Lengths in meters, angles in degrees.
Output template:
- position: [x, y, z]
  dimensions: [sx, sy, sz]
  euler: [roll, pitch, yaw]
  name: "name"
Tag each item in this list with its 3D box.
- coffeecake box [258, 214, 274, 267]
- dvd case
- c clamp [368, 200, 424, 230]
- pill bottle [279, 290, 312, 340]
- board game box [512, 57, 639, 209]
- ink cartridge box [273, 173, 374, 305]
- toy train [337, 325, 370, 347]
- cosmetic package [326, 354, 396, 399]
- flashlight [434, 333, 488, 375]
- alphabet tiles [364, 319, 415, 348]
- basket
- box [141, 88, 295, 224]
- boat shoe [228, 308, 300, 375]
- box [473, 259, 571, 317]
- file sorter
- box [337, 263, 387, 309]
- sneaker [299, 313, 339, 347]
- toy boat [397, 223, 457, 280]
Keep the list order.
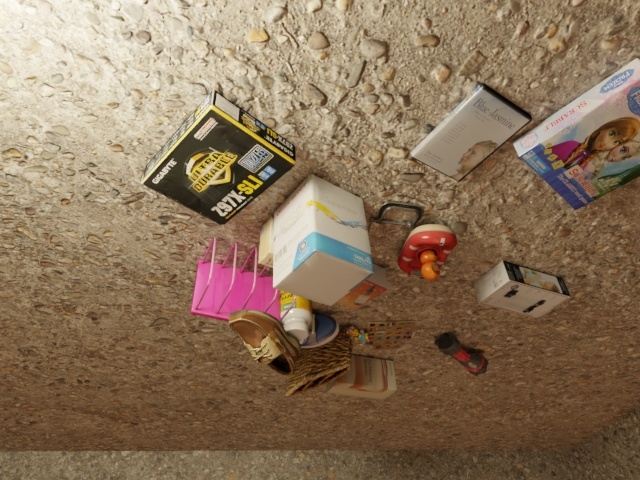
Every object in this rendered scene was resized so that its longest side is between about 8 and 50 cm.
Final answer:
- position: [-0.088, 0.025, 1.461]
  dimensions: [0.186, 0.142, 0.068]
  euler: [21, 136, -26]
  name: "coffeecake box"
- position: [0.380, -0.264, 1.229]
  dimensions: [0.180, 0.022, 0.253]
  euler: [21, 135, -26]
  name: "dvd case"
- position: [0.228, -0.068, 1.466]
  dimensions: [0.161, 0.022, 0.137]
  euler: [3, 135, -5]
  name: "c clamp"
- position: [-0.086, 0.234, 1.666]
  dimensions: [0.118, 0.208, 0.117]
  euler: [-1, 141, -1]
  name: "pill bottle"
- position: [0.722, -0.248, 1.233]
  dimensions: [0.319, 0.065, 0.318]
  euler: [28, 132, -32]
  name: "board game box"
- position: [0.000, 0.000, 1.336]
  dimensions: [0.197, 0.270, 0.198]
  euler: [22, 135, -29]
  name: "ink cartridge box"
- position: [0.124, 0.393, 2.006]
  dimensions: [0.166, 0.046, 0.125]
  euler: [21, 139, -25]
  name: "toy train"
- position: [0.183, 0.621, 2.203]
  dimensions: [0.296, 0.153, 0.129]
  euler: [12, 140, -19]
  name: "cosmetic package"
- position: [0.631, 0.503, 2.126]
  dimensions: [0.103, 0.103, 0.304]
  euler: [-46, 128, 8]
  name: "flashlight"
- position: [0.292, 0.404, 2.055]
  dimensions: [0.198, 0.009, 0.237]
  euler: [-3, 141, -1]
  name: "alphabet tiles"
- position: [0.008, 0.533, 1.985]
  dimensions: [0.214, 0.223, 0.299]
  euler: [20, 144, -11]
  name: "basket"
- position: [-0.261, -0.194, 1.237]
  dimensions: [0.257, 0.079, 0.322]
  euler: [29, 131, -35]
  name: "box"
- position: [-0.165, 0.328, 1.520]
  dimensions: [0.123, 0.119, 0.324]
  euler: [-22, 135, 25]
  name: "boat shoe"
- position: [0.726, 0.182, 1.744]
  dimensions: [0.290, 0.087, 0.169]
  euler: [15, 138, -19]
  name: "box"
- position: [-0.237, 0.134, 1.542]
  dimensions: [0.291, 0.202, 0.182]
  euler: [16, 136, -21]
  name: "file sorter"
- position: [0.125, 0.149, 1.667]
  dimensions: [0.130, 0.091, 0.170]
  euler: [26, 133, -30]
  name: "box"
- position: [-0.110, 0.307, 1.815]
  dimensions: [0.323, 0.130, 0.236]
  euler: [-7, 145, 13]
  name: "sneaker"
- position: [0.341, 0.057, 1.519]
  dimensions: [0.151, 0.151, 0.231]
  euler: [5, 140, -10]
  name: "toy boat"
